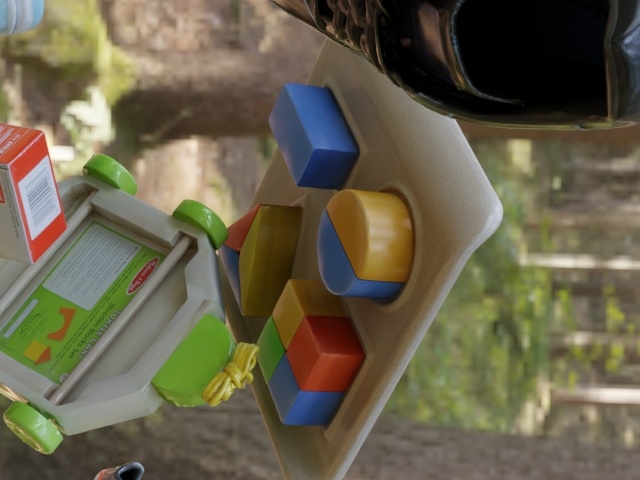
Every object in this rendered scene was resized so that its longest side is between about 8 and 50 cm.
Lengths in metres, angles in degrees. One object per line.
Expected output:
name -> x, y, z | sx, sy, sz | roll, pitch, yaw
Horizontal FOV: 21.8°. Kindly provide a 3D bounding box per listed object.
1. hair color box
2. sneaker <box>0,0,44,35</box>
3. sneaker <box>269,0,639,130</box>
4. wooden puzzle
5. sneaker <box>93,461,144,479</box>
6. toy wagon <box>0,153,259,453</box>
hair color box -> -0.284, -0.046, 1.271 | 0.053, 0.167, 0.093 | -52, 144, -44
sneaker -> -0.427, -0.277, 1.585 | 0.319, 0.208, 0.127 | 37, -41, 39
sneaker -> 0.040, -0.088, 0.567 | 0.090, 0.232, 0.081 | -32, 121, -37
wooden puzzle -> 0.000, 0.000, 1.490 | 0.348, 0.080, 0.322 | -59, -143, 33
sneaker -> -0.235, 0.309, 1.904 | 0.061, 0.065, 0.158 | 43, 27, -27
toy wagon -> -0.195, 0.071, 1.514 | 0.267, 0.344, 0.068 | -52, 148, -20
